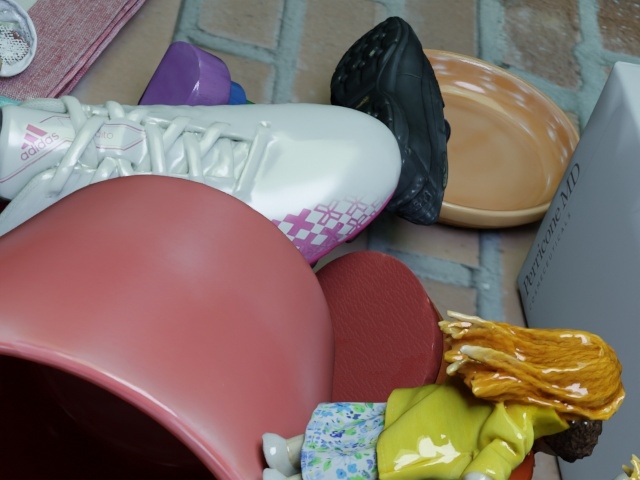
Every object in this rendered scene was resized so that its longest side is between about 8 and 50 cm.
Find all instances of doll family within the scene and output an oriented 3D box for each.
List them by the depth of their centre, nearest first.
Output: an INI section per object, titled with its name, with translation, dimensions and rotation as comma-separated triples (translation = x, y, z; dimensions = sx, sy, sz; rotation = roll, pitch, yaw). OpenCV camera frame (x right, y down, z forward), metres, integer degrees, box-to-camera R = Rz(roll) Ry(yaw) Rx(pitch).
[doll family]
translation = 0.062, 0.118, 0.687
dimensions = 0.163, 0.118, 0.263
rotation = -20, 39, 13

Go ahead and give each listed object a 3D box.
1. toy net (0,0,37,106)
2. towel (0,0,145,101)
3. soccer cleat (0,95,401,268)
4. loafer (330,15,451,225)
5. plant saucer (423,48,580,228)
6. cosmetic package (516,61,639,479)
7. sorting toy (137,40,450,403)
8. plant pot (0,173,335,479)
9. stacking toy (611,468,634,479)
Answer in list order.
[toy net]
translation = -0.215, -0.102, 1.183
dimensions = 0.122, 0.045, 0.232
rotation = -6, 58, -10
[towel]
translation = -0.311, -0.210, 1.321
dimensions = 0.329, 0.037, 0.237
rotation = 22, 42, 7
[soccer cleat]
translation = -0.116, -0.032, 1.026
dimensions = 0.331, 0.143, 0.116
rotation = -14, 52, 0
[loafer]
translation = 0.054, -0.087, 1.238
dimensions = 0.078, 0.076, 0.223
rotation = 44, 24, -25
[plant saucer]
translation = 0.103, -0.074, 1.317
dimensions = 0.200, 0.037, 0.200
rotation = 11, 40, -9
[cosmetic package]
translation = 0.248, 0.093, 1.046
dimensions = 0.156, 0.217, 0.385
rotation = 7, 40, -14
[sorting toy]
translation = 0.000, 0.000, 1.171
dimensions = 0.126, 0.127, 0.365
rotation = 21, 26, -47
[plant pot]
translation = -0.114, 0.101, 0.882
dimensions = 0.275, 0.275, 0.243
rotation = 21, 31, 4
[stacking toy]
translation = 0.169, 0.274, 0.759
dimensions = 0.141, 0.330, 0.141
rotation = 10, -1, 0
